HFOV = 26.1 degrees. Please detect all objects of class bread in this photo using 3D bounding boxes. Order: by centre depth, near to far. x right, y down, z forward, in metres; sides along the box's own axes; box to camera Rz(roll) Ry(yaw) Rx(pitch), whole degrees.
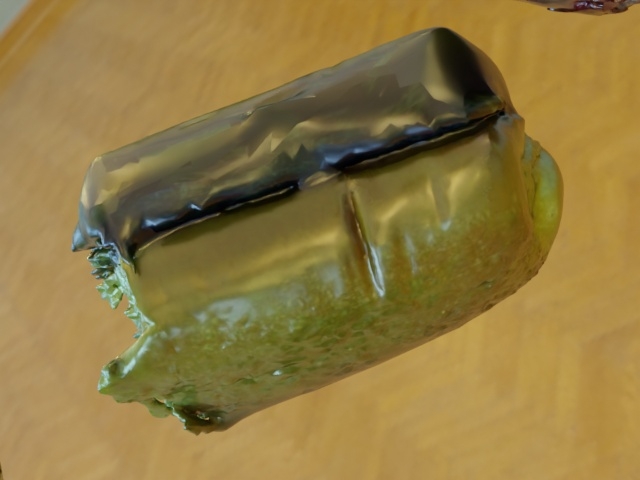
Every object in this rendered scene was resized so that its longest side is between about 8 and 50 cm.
[{"bbox_3d":[0.000,0.000,1.053,0.377,0.251,0.208,-23,67,5],"label":"bread"}]

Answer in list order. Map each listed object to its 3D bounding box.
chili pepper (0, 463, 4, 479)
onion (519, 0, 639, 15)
[{"bbox_3d":[-0.225,0.106,0.776,0.062,0.216,0.108,-22,15,1],"label":"chili pepper"},{"bbox_3d":[0.198,-0.317,1.012,0.314,0.232,0.314,-24,47,29],"label":"onion"}]
